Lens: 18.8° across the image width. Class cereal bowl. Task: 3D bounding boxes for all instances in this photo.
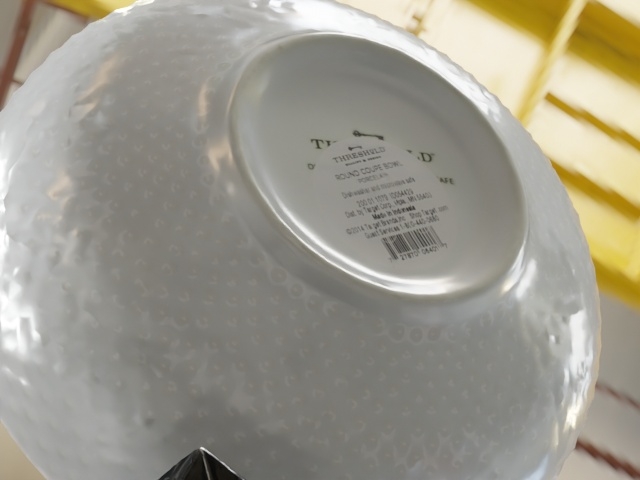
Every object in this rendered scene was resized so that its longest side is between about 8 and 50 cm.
[{"bbox_3d":[0.000,0.000,0.953,0.339,0.141,0.339,17,-132,-20],"label":"cereal bowl"}]

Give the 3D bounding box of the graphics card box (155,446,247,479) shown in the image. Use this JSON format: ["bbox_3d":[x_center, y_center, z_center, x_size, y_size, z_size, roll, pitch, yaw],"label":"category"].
[{"bbox_3d":[-0.056,0.243,0.742,0.233,0.371,0.094,40,-133,-8],"label":"graphics card box"}]
